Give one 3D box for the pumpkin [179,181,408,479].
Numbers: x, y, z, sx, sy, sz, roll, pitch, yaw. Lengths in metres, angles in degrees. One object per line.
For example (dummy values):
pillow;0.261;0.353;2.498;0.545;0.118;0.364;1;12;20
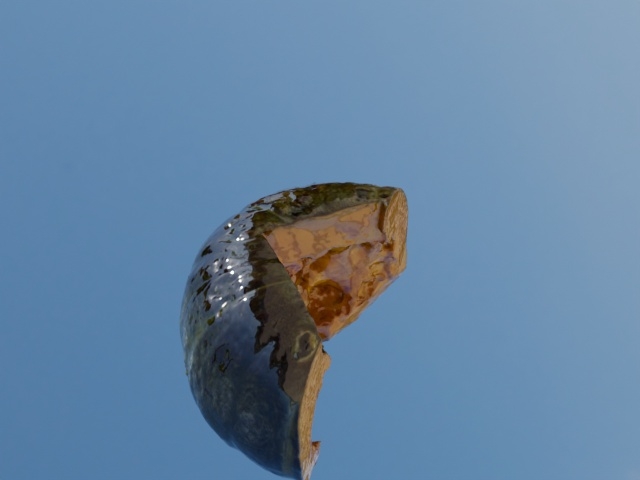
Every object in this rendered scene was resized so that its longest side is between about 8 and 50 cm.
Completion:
pumpkin;-0.025;0.040;1.049;0.119;0.108;0.183;97;-166;-45
